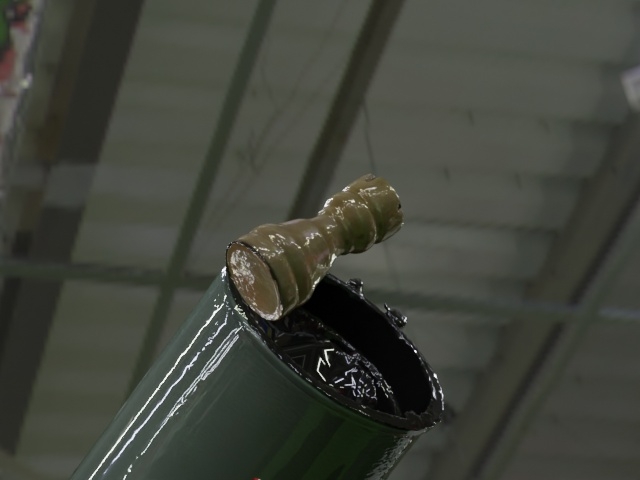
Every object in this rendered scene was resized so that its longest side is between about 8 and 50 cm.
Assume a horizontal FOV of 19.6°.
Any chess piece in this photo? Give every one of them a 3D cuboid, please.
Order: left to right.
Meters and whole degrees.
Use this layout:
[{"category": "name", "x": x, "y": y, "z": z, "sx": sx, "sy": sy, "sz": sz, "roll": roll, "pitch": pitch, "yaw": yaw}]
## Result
[{"category": "chess piece", "x": 0.000, "y": 0.000, "z": 1.288, "sx": 0.122, "sy": 0.066, "sz": 0.066, "roll": -32, "pitch": -35, "yaw": -26}]

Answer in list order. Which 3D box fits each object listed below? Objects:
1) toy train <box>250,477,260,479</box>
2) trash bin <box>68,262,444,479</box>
[{"category": "toy train", "x": -0.027, "y": 0.164, "z": 0.700, "sx": 0.131, "sy": 0.083, "sz": 0.204, "roll": 27, "pitch": -25, "yaw": -7}, {"category": "trash bin", "x": -0.058, "y": 0.173, "z": 1.549, "sx": 0.217, "sy": 0.277, "sz": 0.262, "roll": 41, "pitch": -68, "yaw": 10}]
